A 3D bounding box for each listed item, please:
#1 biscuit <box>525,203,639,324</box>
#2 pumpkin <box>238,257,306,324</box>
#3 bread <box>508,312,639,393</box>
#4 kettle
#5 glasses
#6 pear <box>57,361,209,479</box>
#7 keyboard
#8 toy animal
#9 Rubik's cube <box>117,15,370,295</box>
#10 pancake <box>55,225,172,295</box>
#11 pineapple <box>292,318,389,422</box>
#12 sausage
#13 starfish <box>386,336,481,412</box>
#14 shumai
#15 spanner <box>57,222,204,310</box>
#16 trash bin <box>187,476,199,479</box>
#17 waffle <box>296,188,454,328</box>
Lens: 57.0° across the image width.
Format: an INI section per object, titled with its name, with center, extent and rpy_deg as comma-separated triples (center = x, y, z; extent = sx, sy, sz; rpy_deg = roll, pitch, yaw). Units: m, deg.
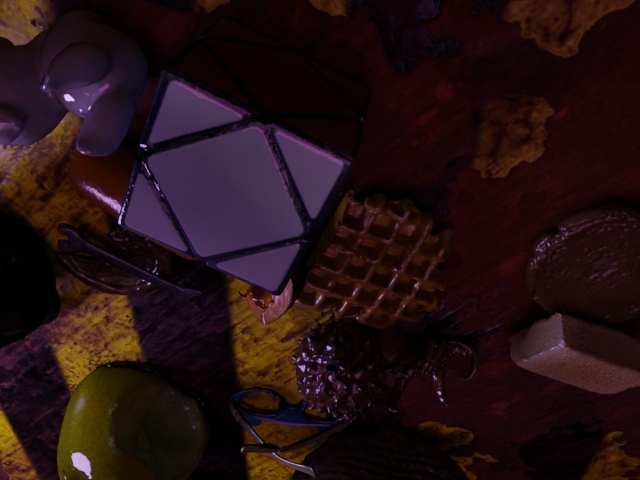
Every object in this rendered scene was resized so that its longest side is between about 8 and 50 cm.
[biscuit]
center = 0.403, 0.038, 0.842
extent = 0.226, 0.042, 0.226
rpy_deg = 4, 131, 5
[pumpkin]
center = -0.088, 0.021, 0.846
extent = 0.183, 0.108, 0.119
rpy_deg = 50, 124, 8
[bread]
center = 0.406, 0.175, 0.909
extent = 0.188, 0.068, 0.125
rpy_deg = 19, 150, -12
[kettle]
center = -0.574, 0.079, 0.930
extent = 0.271, 0.251, 0.207
rpy_deg = -16, 95, 27
[glasses]
center = -0.054, 0.338, 1.079
extent = 0.239, 0.207, 0.102
rpy_deg = 6, 94, -3
[pear]
center = -0.349, 0.387, 1.094
extent = 0.159, 0.292, 0.292
rpy_deg = -29, 120, 38
[keyboard]
center = 0.000, 0.000, 0.881
extent = 0.060, 0.018, 0.195
rpy_deg = 2, 129, -2
[toy animal]
center = -0.304, -0.175, 0.673
extent = 0.193, 0.178, 0.127
rpy_deg = -3, 131, 12
[Rubik's cube]
center = -0.081, -0.100, 0.679
extent = 0.207, 0.205, 0.205
rpy_deg = 23, 125, -9
[pancake]
center = -0.325, 0.024, 0.938
extent = 0.184, 0.020, 0.190
rpy_deg = 22, 128, -10
[pineapple]
center = 0.030, 0.200, 0.926
extent = 0.166, 0.166, 0.193
rpy_deg = -1, 153, 8
[sausage]
center = -0.228, -0.058, 0.786
extent = 0.238, 0.098, 0.098
rpy_deg = 31, 129, 11
[starfish]
center = 0.168, 0.218, 0.970
extent = 0.190, 0.074, 0.146
rpy_deg = 14, 129, -37
[shumai]
center = 0.109, 0.536, 1.169
extent = 0.346, 0.217, 0.283
rpy_deg = 3, 129, -2
[spanner]
center = -0.295, 0.045, 0.929
extent = 0.254, 0.015, 0.054
rpy_deg = 29, 126, -15
[trash bin]
center = -0.282, 0.668, 1.337
extent = 0.290, 0.209, 0.182
rpy_deg = 35, 126, -13
[waffle]
center = 0.100, 0.038, 0.865
extent = 0.219, 0.057, 0.229
rpy_deg = 21, 125, -16
